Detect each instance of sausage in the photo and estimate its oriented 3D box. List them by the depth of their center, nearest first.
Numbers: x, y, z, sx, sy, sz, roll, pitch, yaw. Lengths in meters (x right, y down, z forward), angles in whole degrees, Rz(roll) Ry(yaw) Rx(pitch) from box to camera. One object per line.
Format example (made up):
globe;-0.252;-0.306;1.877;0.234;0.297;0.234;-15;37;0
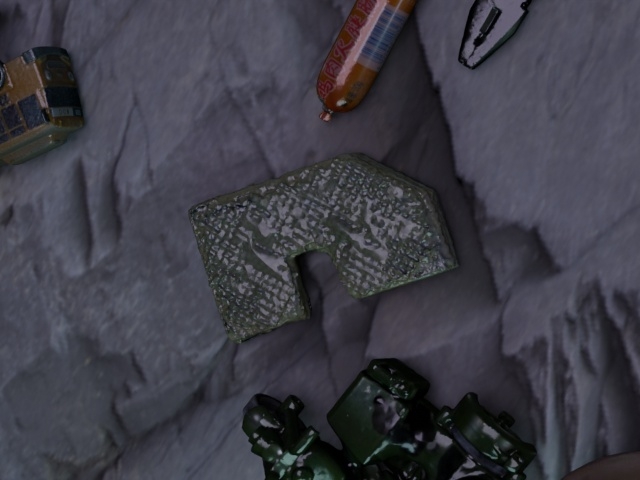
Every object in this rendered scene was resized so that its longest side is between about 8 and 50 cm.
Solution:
sausage;0.084;-0.268;1.895;0.053;0.053;0.348;31;99;14

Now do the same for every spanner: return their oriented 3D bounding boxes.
spanner;0.220;-0.305;1.862;0.095;0.040;0.325;33;99;13

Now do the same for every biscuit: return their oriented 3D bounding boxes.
biscuit;0.000;0.000;1.927;0.250;0.046;0.147;-18;85;16

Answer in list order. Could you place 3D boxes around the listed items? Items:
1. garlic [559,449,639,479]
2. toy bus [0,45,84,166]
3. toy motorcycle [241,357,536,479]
garlic;0.344;0.285;1.738;0.340;0.246;0.232;-18;72;27
toy bus;-0.333;-0.122;2.000;0.182;0.091;0.103;-24;86;17
toy motorcycle;0.061;0.204;1.872;0.275;0.127;0.205;40;104;9
